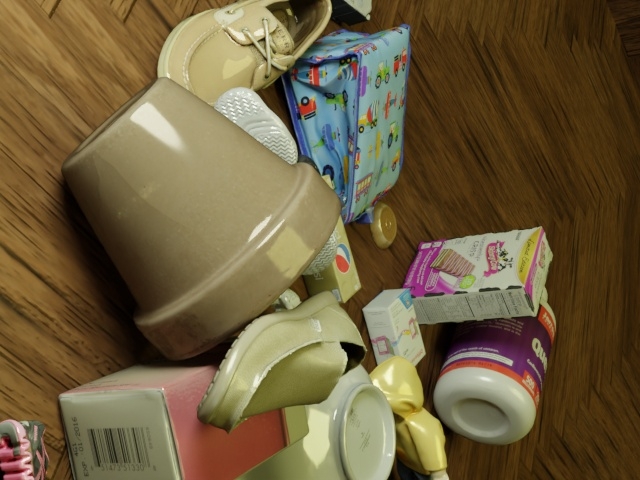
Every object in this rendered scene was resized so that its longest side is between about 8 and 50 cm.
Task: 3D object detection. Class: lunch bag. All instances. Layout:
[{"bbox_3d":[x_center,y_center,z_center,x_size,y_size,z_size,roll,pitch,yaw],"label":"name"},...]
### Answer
[{"bbox_3d":[0.060,-0.165,1.479,0.221,0.138,0.293,-41,128,-57],"label":"lunch bag"}]

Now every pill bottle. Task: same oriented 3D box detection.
[{"bbox_3d":[0.331,0.204,1.769,0.181,0.181,0.323,61,37,-31],"label":"pill bottle"}]

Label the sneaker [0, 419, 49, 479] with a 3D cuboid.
[{"bbox_3d":[-0.276,0.227,0.912,0.057,0.047,0.119,-3,87,-70],"label":"sneaker"}]

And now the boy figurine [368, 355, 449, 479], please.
[{"bbox_3d":[0.137,0.309,1.454,0.092,0.177,0.285,-25,119,-17],"label":"boy figurine"}]

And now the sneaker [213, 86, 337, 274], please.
[{"bbox_3d":[-0.064,-0.092,1.242,0.153,0.101,0.268,-99,164,-61],"label":"sneaker"}]

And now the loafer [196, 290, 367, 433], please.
[{"bbox_3d":[-0.026,0.126,0.975,0.268,0.092,0.102,-31,153,-58],"label":"loafer"}]

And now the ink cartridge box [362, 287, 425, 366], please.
[{"bbox_3d":[0.122,0.151,1.564,0.088,0.052,0.122,-35,115,-56],"label":"ink cartridge box"}]

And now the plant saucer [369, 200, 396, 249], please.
[{"bbox_3d":[0.109,-0.027,1.617,0.083,0.015,0.083,18,69,-56],"label":"plant saucer"}]

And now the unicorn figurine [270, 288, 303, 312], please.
[{"bbox_3d":[-0.076,0.061,1.248,0.162,0.060,0.111,49,34,-21],"label":"unicorn figurine"}]

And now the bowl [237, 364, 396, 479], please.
[{"bbox_3d":[0.011,0.264,1.282,0.298,0.134,0.298,19,67,-57],"label":"bowl"}]

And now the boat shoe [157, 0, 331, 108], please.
[{"bbox_3d":[-0.092,-0.259,1.247,0.341,0.110,0.122,-55,129,-49],"label":"boat shoe"}]

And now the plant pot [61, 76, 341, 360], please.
[{"bbox_3d":[-0.147,-0.040,1.021,0.229,0.263,0.263,48,42,-17],"label":"plant pot"}]

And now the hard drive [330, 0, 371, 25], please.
[{"bbox_3d":[-0.026,-0.498,1.455,0.339,0.064,0.237,22,65,-56],"label":"hard drive"}]

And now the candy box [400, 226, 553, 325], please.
[{"bbox_3d":[0.265,0.062,1.642,0.071,0.233,0.159,62,36,-30],"label":"candy box"}]

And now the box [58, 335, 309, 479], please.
[{"bbox_3d":[-0.140,0.190,1.034,0.232,0.148,0.127,-17,97,-59],"label":"box"}]

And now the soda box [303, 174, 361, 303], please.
[{"bbox_3d":[0.000,0.000,1.392,0.061,0.058,0.181,-37,115,-55],"label":"soda box"}]
